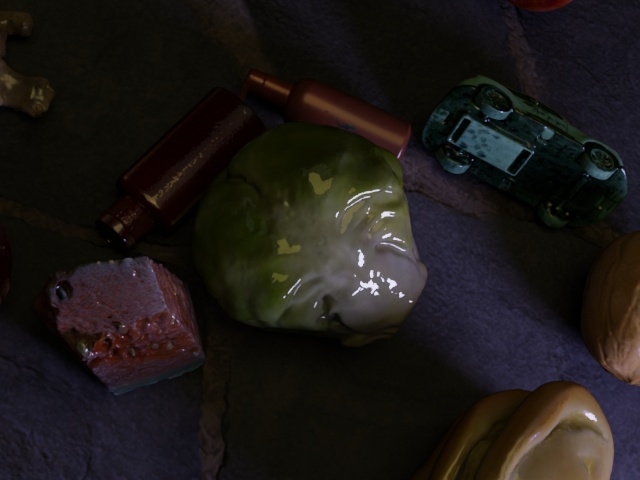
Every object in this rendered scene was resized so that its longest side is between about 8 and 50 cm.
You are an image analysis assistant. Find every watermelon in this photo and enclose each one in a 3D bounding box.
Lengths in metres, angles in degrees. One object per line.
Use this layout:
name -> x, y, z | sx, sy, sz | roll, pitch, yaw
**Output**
watermelon -> -0.233, 0.086, 1.190 | 0.193, 0.256, 0.140 | -13, 74, -13

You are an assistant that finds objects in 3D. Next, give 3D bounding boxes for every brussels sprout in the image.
brussels sprout -> -0.003, -0.013, 1.303 | 0.317, 0.242, 0.273 | 12, 74, -17

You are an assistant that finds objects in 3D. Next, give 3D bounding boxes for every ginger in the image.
ginger -> -0.441, -0.272, 1.368 | 0.259, 0.065, 0.149 | 37, 62, 2

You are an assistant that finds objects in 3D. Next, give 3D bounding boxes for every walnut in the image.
walnut -> 0.458, 0.094, 1.440 | 0.193, 0.193, 0.225 | 27, 64, -6

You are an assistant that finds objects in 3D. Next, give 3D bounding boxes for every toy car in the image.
toy car -> 0.303, -0.139, 1.510 | 0.306, 0.136, 0.125 | 26, 44, -8

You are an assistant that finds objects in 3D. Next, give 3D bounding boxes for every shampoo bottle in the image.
shampoo bottle -> 0.005, -0.176, 1.458 | 0.244, 0.085, 0.085 | 22, 65, -6
shampoo bottle -> -0.189, -0.090, 1.374 | 0.102, 0.064, 0.260 | 44, 65, -2

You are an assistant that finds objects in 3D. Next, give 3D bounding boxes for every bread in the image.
bread -> 0.214, 0.315, 1.245 | 0.211, 0.270, 0.315 | 25, 70, 9

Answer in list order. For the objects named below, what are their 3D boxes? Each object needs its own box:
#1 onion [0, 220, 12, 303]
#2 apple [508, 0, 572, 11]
onion -> -0.470, 0.019, 1.193 | 0.230, 0.163, 0.230 | 10, 60, -19
apple -> 0.344, -0.453, 1.614 | 0.181, 0.181, 0.168 | 38, 63, 0
